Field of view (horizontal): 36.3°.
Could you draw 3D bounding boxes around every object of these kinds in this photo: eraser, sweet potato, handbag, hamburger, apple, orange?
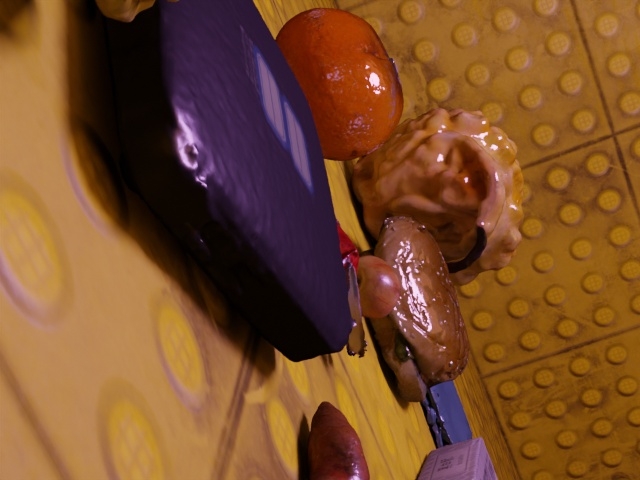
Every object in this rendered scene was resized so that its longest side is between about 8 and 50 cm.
[{"bbox_3d":[0.189,0.362,1.347,0.404,0.096,0.098,5,66,-78],"label":"eraser"},{"bbox_3d":[0.013,0.200,0.822,0.202,0.058,0.055,-88,177,-67],"label":"sweet potato"},{"bbox_3d":[0.203,0.271,1.747,0.144,0.057,0.221,-12,83,-73],"label":"handbag"},{"bbox_3d":[0.150,0.103,1.535,0.265,0.134,0.285,34,35,-77],"label":"hamburger"},{"bbox_3d":[0.066,0.063,1.319,0.071,0.084,0.084,21,44,-41],"label":"apple"},{"bbox_3d":[0.026,-0.227,1.396,0.224,0.170,0.224,-20,90,-82],"label":"orange"}]

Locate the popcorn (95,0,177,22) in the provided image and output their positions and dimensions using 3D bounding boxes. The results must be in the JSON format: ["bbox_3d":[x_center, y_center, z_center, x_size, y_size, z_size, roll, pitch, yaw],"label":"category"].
[{"bbox_3d":[-0.126,-0.250,0.548,0.233,0.192,0.266,59,-4,-22],"label":"popcorn"}]

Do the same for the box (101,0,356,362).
[{"bbox_3d":[-0.080,-0.104,0.824,0.350,0.091,0.359,55,18,-52],"label":"box"}]

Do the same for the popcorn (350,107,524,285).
[{"bbox_3d":[0.233,-0.059,1.785,0.382,0.349,0.349,-104,171,-64],"label":"popcorn"}]

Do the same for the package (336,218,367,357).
[{"bbox_3d":[0.000,0.000,1.120,0.269,0.071,0.194,-105,-176,-46],"label":"package"}]
